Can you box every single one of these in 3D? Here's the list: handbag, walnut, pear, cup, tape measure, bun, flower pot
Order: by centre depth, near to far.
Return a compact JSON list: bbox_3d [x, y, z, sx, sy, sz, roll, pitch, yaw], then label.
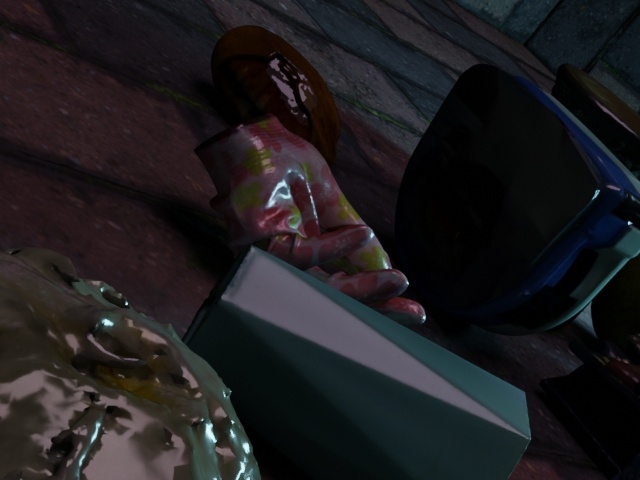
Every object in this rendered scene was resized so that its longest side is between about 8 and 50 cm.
[{"bbox_3d":[-0.126,0.098,0.630,0.239,0.141,0.239,32,22,-14],"label":"bun"},{"bbox_3d":[0.018,0.105,0.909,0.236,0.134,0.148,36,16,-5],"label":"cup"},{"bbox_3d":[0.212,-0.029,1.387,0.138,0.262,0.259,16,29,-36],"label":"tape measure"},{"bbox_3d":[0.424,0.235,1.399,0.303,0.122,0.329,16,28,-49],"label":"handbag"},{"bbox_3d":[-0.048,-0.162,1.458,0.207,0.116,0.116,51,21,13],"label":"walnut"},{"bbox_3d":[0.297,-0.067,1.625,0.266,0.267,0.266,35,18,-13],"label":"flower pot"},{"bbox_3d":[0.463,0.087,1.665,0.188,0.211,0.228,-27,110,-51],"label":"pear"}]

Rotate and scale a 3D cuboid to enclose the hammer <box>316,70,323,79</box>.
[{"bbox_3d":[-0.058,-0.240,1.751,0.065,0.021,0.178,46,22,21],"label":"hammer"}]

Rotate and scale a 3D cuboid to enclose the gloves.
[{"bbox_3d":[-0.011,0.006,1.121,0.241,0.126,0.145,63,-2,0],"label":"gloves"}]

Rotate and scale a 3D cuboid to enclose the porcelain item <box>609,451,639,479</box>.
[{"bbox_3d":[0.306,0.262,1.113,0.147,0.114,0.147,33,20,-14],"label":"porcelain item"}]
